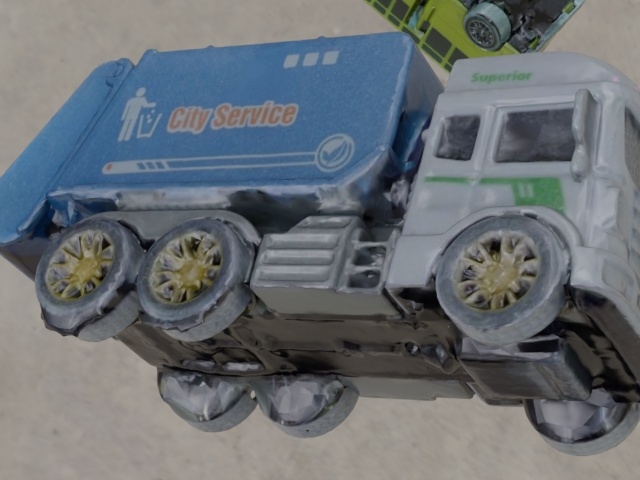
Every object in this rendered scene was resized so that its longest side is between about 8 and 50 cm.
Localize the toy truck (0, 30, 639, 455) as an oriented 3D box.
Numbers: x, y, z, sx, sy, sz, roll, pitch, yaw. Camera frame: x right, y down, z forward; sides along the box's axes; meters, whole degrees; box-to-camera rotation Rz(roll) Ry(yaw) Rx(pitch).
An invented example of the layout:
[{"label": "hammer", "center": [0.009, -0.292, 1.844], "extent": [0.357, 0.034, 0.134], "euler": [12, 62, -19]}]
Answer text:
[{"label": "toy truck", "center": [0.000, 0.000, 0.734], "extent": [0.367, 0.146, 0.175], "euler": [1, 62, 30]}]

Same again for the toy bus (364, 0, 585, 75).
[{"label": "toy bus", "center": [0.091, -0.188, 1.058], "extent": [0.175, 0.101, 0.088], "euler": [42, 64, 6]}]
